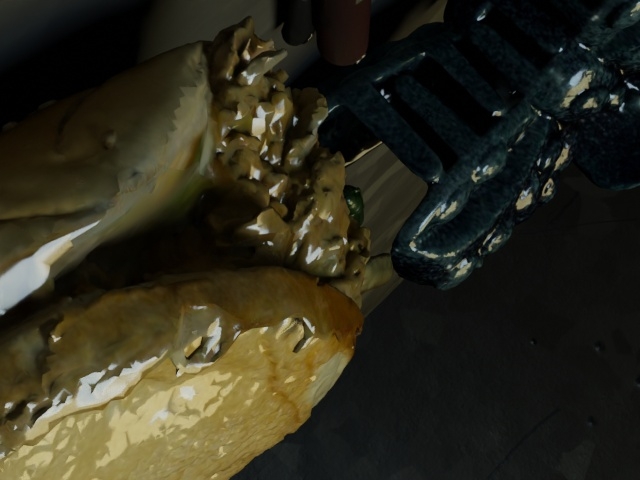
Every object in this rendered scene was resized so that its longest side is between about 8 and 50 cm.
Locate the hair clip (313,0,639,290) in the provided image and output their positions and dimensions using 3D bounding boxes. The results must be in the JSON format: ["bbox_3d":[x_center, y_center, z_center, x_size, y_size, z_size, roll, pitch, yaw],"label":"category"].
[{"bbox_3d":[0.134,-0.115,0.809,0.310,0.194,0.206,-47,166,19],"label":"hair clip"}]

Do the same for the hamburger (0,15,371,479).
[{"bbox_3d":[-0.102,0.045,0.505,0.286,0.146,0.243,-41,168,17],"label":"hamburger"}]

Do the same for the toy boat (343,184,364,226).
[{"bbox_3d":[0.000,0.000,1.196,0.104,0.052,0.210,-48,174,-2],"label":"toy boat"}]

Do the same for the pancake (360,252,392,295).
[{"bbox_3d":[-0.048,0.068,1.119,0.236,0.042,0.222,-17,172,-45],"label":"pancake"}]

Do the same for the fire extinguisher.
[{"bbox_3d":[0.003,-0.117,0.646,0.049,0.035,0.173,-7,171,-1],"label":"fire extinguisher"}]
